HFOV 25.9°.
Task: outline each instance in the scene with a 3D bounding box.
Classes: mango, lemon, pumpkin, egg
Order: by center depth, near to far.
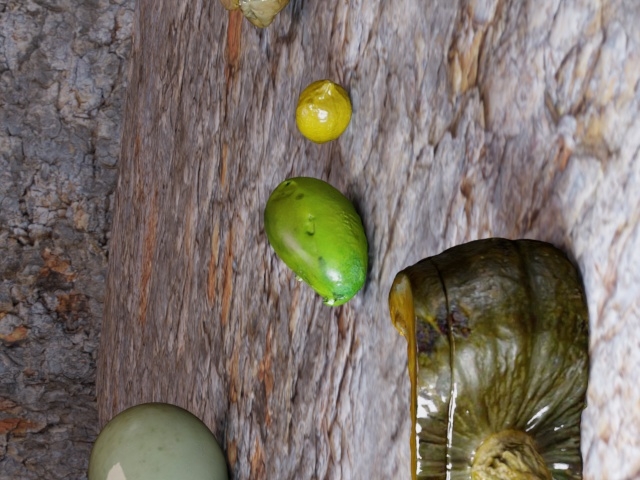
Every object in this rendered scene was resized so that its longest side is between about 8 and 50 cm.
[{"bbox_3d":[0.120,0.102,0.986,0.126,0.130,0.248,113,152,-55],"label":"pumpkin"},{"bbox_3d":[0.001,-0.001,1.514,0.119,0.100,0.178,57,-179,-40],"label":"mango"},{"bbox_3d":[0.004,-0.148,1.568,0.092,0.065,0.065,99,164,-46],"label":"lemon"},{"bbox_3d":[-0.250,0.391,2.202,0.295,0.218,0.218,-121,33,-46],"label":"egg"}]

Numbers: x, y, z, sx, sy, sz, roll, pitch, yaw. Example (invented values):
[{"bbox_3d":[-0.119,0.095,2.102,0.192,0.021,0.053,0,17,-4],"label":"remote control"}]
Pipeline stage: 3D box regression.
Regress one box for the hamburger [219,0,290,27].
[{"bbox_3d":[-0.082,-0.365,1.851,0.155,0.135,0.208,85,162,-55],"label":"hamburger"}]
